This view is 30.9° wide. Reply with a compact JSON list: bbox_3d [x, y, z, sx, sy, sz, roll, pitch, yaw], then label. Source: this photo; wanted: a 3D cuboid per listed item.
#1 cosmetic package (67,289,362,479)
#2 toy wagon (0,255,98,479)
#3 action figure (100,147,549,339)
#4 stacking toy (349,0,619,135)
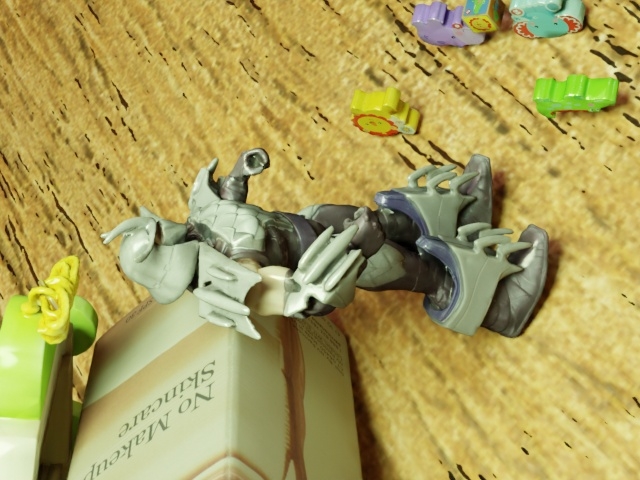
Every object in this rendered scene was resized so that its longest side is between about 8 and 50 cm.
[{"bbox_3d":[-0.067,0.147,0.721,0.153,0.129,0.296,-37,26,16],"label":"cosmetic package"},{"bbox_3d":[-0.201,0.153,0.793,0.267,0.068,0.344,-93,10,-52],"label":"toy wagon"},{"bbox_3d":[0.000,0.000,0.710,0.185,0.285,0.099,43,125,50],"label":"action figure"},{"bbox_3d":[0.133,-0.162,0.860,0.221,0.052,0.167,1,66,38],"label":"stacking toy"}]
